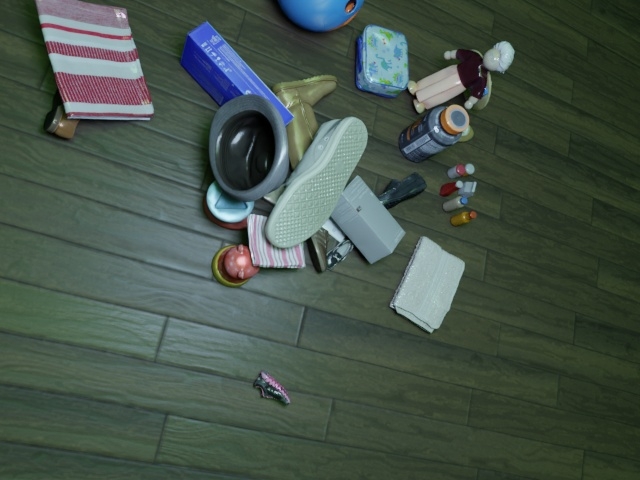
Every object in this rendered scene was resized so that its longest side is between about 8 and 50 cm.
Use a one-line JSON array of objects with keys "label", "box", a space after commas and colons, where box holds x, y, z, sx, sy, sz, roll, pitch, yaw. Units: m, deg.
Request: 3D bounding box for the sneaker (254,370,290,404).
[{"label": "sneaker", "box": [-0.135, 0.419, 1.354, 0.057, 0.047, 0.119, -45, 96, -6]}]

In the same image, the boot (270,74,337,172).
[{"label": "boot", "box": [-0.020, -0.361, 1.518, 0.236, 0.089, 0.269, -18, 90, -20]}]

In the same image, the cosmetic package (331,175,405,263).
[{"label": "cosmetic package", "box": [0.138, -0.061, 1.497, 0.238, 0.107, 0.127, 46, 45, -6]}]

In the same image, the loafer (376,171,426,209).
[{"label": "loafer", "box": [0.245, -0.160, 1.594, 0.223, 0.076, 0.078, -25, 77, -22]}]

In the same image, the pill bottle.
[{"label": "pill bottle", "box": [0.369, -0.350, 1.578, 0.131, 0.246, 0.130, 4, 79, -22]}]

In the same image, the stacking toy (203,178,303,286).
[{"label": "stacking toy", "box": [-0.176, -0.042, 1.368, 0.280, 0.130, 0.308, -11, 85, -23]}]

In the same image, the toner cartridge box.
[{"label": "toner cartridge box", "box": [-0.241, -0.430, 1.393, 0.348, 0.165, 0.075, 47, 67, -9]}]

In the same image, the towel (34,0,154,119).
[{"label": "towel", "box": [-0.588, -0.478, 1.285, 0.237, 0.037, 0.328, -13, 86, -45]}]

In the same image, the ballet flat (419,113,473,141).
[{"label": "ballet flat", "box": [0.460, -0.400, 1.718, 0.232, 0.073, 0.080, 4, 80, -21]}]

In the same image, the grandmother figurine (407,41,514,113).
[{"label": "grandmother figurine", "box": [0.467, -0.536, 1.605, 0.104, 0.342, 0.207, -33, 99, -56]}]

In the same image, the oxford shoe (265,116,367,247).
[{"label": "oxford shoe", "box": [-0.022, -0.169, 1.385, 0.449, 0.130, 0.169, -59, 136, -18]}]

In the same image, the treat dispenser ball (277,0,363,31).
[{"label": "treat dispenser ball", "box": [0.001, -0.790, 1.486, 0.288, 0.288, 0.288, 4, 79, -21]}]

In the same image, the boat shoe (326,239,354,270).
[{"label": "boat shoe", "box": [0.055, 0.044, 1.495, 0.125, 0.038, 0.046, -42, 105, -21]}]

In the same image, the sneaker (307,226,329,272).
[{"label": "sneaker", "box": [0.000, 0.000, 1.464, 0.071, 0.066, 0.188, -15, 86, -21]}]

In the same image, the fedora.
[{"label": "fedora", "box": [-0.170, -0.232, 1.294, 0.124, 0.244, 0.275, 11, 62, -63]}]

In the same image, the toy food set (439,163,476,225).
[{"label": "toy food set", "box": [0.489, -0.176, 1.672, 0.111, 0.104, 0.232, 24, 73, -16]}]

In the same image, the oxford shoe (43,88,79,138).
[{"label": "oxford shoe", "box": [-0.651, -0.362, 1.279, 0.076, 0.076, 0.212, 30, 64, -47]}]

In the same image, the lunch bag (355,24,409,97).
[{"label": "lunch bag", "box": [0.203, -0.603, 1.642, 0.176, 0.090, 0.218, 4, 79, -22]}]

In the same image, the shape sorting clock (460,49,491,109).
[{"label": "shape sorting clock", "box": [0.543, -0.562, 1.711, 0.040, 0.206, 0.206, -16, 87, -11]}]

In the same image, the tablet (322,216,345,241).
[{"label": "tablet", "box": [0.045, -0.039, 1.524, 0.083, 0.006, 0.054, 37, 70, -11]}]

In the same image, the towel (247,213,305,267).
[{"label": "towel", "box": [-0.117, 0.004, 1.350, 0.197, 0.029, 0.144, 6, 71, -47]}]

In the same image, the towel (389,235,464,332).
[{"label": "towel", "box": [0.353, 0.143, 1.592, 0.187, 0.049, 0.282, 32, 70, -15]}]
